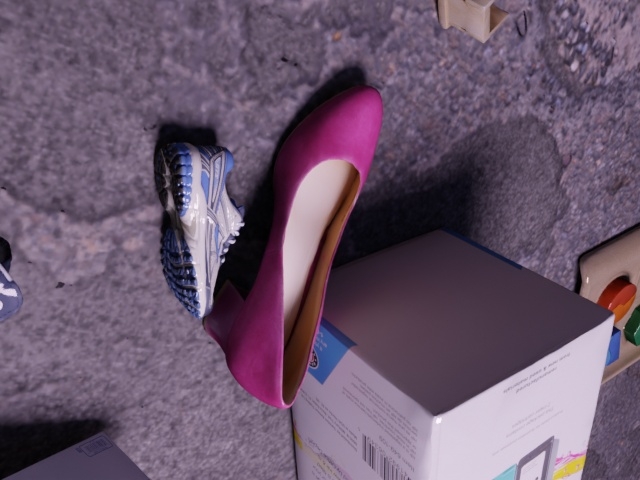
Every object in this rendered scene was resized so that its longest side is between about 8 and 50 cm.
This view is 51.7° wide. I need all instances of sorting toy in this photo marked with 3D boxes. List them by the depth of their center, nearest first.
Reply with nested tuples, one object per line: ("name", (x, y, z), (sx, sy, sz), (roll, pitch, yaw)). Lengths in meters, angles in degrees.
("sorting toy", (0.459, 0.078, 0.926), (0.307, 0.041, 0.229), (-22, 123, -27))

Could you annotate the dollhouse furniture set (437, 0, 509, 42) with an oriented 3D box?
("dollhouse furniture set", (0.142, -0.280, 0.504), (0.182, 0.101, 0.161), (-47, 156, -9))

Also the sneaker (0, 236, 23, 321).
("sneaker", (-0.247, 0.080, 0.363), (0.153, 0.099, 0.282), (-7, 113, -33))

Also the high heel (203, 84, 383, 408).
("high heel", (0.000, 0.000, 0.494), (0.082, 0.117, 0.244), (35, 89, -42))

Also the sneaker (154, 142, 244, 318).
("sneaker", (-0.080, -0.006, 0.478), (0.058, 0.052, 0.135), (-16, 121, -35))

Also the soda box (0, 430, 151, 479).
("soda box", (-0.208, 0.205, 0.415), (0.216, 0.069, 0.074), (-13, 134, -59))

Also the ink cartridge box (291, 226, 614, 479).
("ink cartridge box", (0.103, 0.166, 0.601), (0.197, 0.198, 0.270), (-20, 123, -29))
